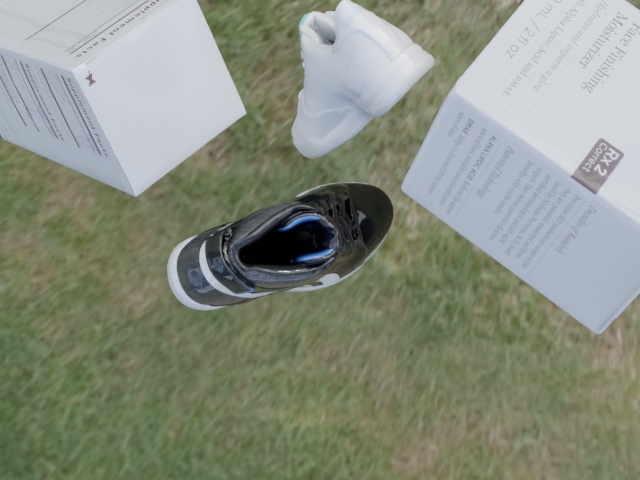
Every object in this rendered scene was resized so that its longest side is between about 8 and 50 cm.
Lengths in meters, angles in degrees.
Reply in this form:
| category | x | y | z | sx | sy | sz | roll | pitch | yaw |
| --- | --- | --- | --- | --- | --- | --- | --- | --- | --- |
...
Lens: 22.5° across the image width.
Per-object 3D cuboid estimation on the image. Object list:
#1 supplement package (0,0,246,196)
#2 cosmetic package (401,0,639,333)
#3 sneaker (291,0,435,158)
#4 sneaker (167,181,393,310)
| category | x | y | z | sx | sy | sz | roll | pitch | yaw |
| --- | --- | --- | --- | --- | --- | --- | --- | --- | --- |
| supplement package | -0.206 | -0.154 | 1.443 | 0.139 | 0.244 | 0.134 | -39 | 126 | -22 |
| cosmetic package | 0.184 | -0.064 | 1.136 | 0.184 | 0.151 | 0.151 | 36 | 153 | 6 |
| sneaker | 0.013 | -0.130 | 1.226 | 0.094 | 0.212 | 0.080 | 46 | 68 | -5 |
| sneaker | 0.000 | 0.000 | 1.238 | 0.121 | 0.217 | 0.079 | -17 | 94 | 53 |
